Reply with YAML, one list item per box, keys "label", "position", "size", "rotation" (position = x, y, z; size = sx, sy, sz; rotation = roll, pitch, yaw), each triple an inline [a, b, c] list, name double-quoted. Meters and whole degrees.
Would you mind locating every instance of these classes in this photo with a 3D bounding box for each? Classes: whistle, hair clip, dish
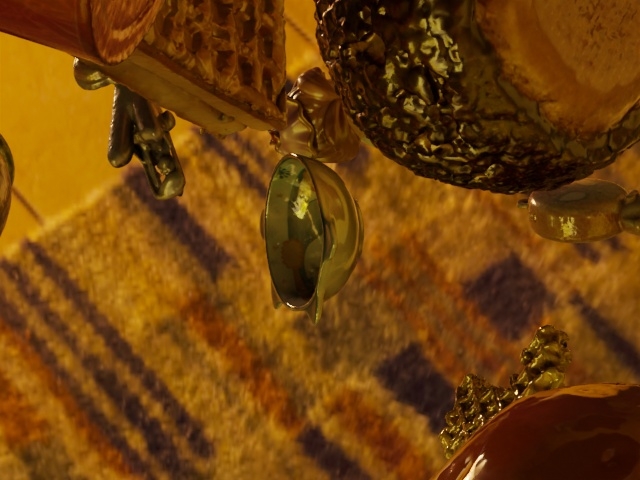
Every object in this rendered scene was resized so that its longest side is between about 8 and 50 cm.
- label: "whistle"
  position: [0.307, -0.026, 1.410]
  size: [0.220, 0.057, 0.107]
  rotation: [4, 22, 27]
- label: "hair clip"
  position: [-0.206, -0.184, 1.536]
  size: [0.137, 0.090, 0.279]
  rotation: [-25, 65, 17]
- label: "dish"
  position: [0.000, 0.000, 1.768]
  size: [0.086, 0.228, 0.236]
  rotation: [-2, 30, -22]

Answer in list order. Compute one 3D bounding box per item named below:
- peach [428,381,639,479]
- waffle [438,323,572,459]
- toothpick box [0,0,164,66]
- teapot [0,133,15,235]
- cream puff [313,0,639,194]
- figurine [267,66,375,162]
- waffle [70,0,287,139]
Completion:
- label: "peach"
  position: [0.187, 0.269, 0.911]
  size: [0.342, 0.343, 0.302]
  rotation: [25, 63, 9]
- label: "waffle"
  position: [0.203, 0.176, 1.492]
  size: [0.051, 0.194, 0.149]
  rotation: [32, 61, -15]
- label: "toothpick box"
  position: [-0.226, -0.225, 0.636]
  size: [0.333, 0.204, 0.204]
  rotation: [17, 58, 3]
- label: "teapot"
  position: [-0.500, -0.026, 1.808]
  size: [0.239, 0.322, 0.239]
  rotation: [-4, 24, 20]
- label: "cream puff"
  position: [0.102, -0.144, 0.793]
  size: [0.239, 0.239, 0.164]
  rotation: [-44, 30, -26]
- label: "figurine"
  position: [0.041, -0.184, 1.981]
  size: [0.263, 0.189, 0.142]
  rotation: [-19, 72, -38]
- label: "waffle"
  position: [-0.139, -0.236, 1.263]
  size: [0.091, 0.308, 0.213]
  rotation: [-8, 73, 26]
